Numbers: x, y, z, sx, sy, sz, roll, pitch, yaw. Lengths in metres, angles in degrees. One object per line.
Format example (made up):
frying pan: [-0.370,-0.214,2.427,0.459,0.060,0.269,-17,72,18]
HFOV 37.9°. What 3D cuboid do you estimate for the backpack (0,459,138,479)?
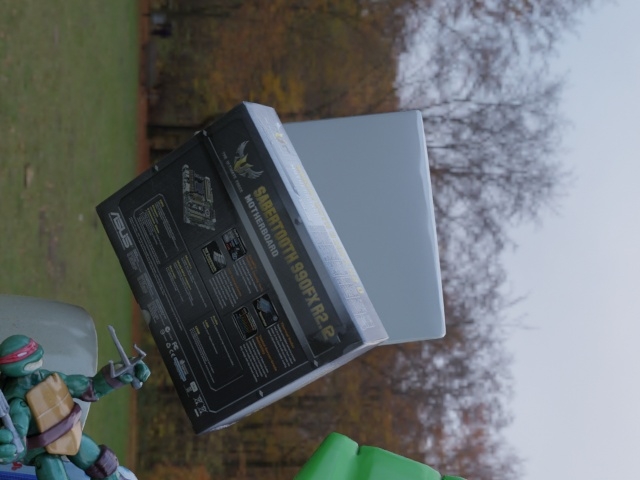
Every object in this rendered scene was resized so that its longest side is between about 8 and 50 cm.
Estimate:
backpack: [-0.349,0.348,0.988,0.273,0.355,0.290,-62,157,-43]

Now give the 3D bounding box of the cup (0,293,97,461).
cup: [-0.484,0.204,1.236,0.331,0.237,0.331,-31,-134,39]

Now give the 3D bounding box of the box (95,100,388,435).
box: [-0.074,0.025,0.807,0.231,0.183,0.056,63,22,12]

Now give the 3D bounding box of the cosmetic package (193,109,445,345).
cosmetic package: [0.000,0.000,1.470,0.394,0.327,0.330,57,27,-88]

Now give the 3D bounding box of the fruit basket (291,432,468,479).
fruit basket: [0.028,0.441,0.933,0.392,0.282,0.392,19,90,-84]

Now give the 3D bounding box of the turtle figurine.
turtle figurine: [-0.230,0.161,0.831,0.175,0.118,0.234,-38,117,-45]
